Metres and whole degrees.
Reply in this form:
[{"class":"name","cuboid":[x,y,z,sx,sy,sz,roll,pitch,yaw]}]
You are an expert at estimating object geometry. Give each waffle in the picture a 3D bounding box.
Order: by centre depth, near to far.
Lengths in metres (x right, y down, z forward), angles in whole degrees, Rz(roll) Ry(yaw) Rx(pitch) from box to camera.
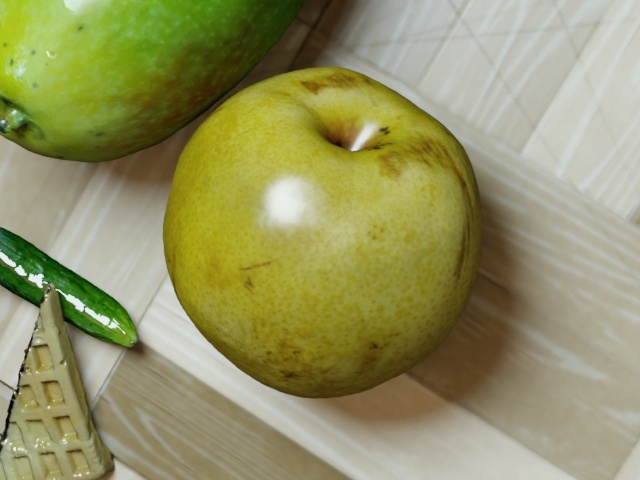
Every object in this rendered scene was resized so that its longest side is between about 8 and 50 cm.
[{"class":"waffle","cuboid":[-0.208,0.107,1.294,0.098,0.023,0.152,-9,109,12]}]

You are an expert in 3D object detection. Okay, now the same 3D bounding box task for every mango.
[{"class":"mango","cuboid":[-0.086,-0.215,1.175,0.201,0.225,0.382,34,81,1]}]

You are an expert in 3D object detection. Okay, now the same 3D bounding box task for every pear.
[{"class":"pear","cuboid":[0.000,0.000,1.172,0.209,0.209,0.208,1,93,13]}]

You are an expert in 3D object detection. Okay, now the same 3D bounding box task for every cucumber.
[{"class":"cucumber","cuboid":[-0.196,0.028,1.300,0.168,0.039,0.039,31,100,7]}]
